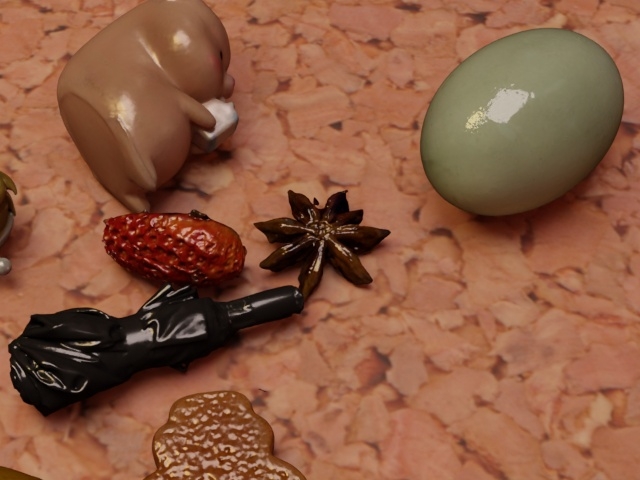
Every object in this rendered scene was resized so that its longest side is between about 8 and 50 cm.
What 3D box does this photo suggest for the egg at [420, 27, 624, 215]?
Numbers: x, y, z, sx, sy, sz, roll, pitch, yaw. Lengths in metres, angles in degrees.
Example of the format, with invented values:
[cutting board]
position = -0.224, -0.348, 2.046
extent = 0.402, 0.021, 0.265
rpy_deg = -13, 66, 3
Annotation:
[egg]
position = 0.243, -0.144, 1.672
extent = 0.283, 0.203, 0.203
rpy_deg = -39, 60, -23

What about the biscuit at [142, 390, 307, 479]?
[biscuit]
position = -0.101, 0.309, 1.442
extent = 0.202, 0.047, 0.334
rpy_deg = -8, 55, -4

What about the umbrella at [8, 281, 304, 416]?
[umbrella]
position = -0.182, 0.108, 1.568
extent = 0.340, 0.118, 0.118
rpy_deg = -13, 53, -12

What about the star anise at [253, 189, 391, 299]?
[star anise]
position = 0.000, 0.000, 1.667
extent = 0.168, 0.057, 0.168
rpy_deg = -2, 51, 2

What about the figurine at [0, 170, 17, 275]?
[figurine]
position = -0.497, -0.038, 1.684
extent = 0.274, 0.133, 0.194
rpy_deg = 2, 29, 12

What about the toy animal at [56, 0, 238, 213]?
[toy animal]
position = -0.205, -0.192, 1.743
extent = 0.213, 0.195, 0.256
rpy_deg = 40, 60, 9

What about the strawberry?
[strawberry]
position = -0.177, 0.019, 1.640
extent = 0.188, 0.121, 0.082
rpy_deg = 2, 65, 24

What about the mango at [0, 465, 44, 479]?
[mango]
position = -0.275, 0.372, 1.279
extent = 0.446, 0.232, 0.300
rpy_deg = 13, 70, 13
